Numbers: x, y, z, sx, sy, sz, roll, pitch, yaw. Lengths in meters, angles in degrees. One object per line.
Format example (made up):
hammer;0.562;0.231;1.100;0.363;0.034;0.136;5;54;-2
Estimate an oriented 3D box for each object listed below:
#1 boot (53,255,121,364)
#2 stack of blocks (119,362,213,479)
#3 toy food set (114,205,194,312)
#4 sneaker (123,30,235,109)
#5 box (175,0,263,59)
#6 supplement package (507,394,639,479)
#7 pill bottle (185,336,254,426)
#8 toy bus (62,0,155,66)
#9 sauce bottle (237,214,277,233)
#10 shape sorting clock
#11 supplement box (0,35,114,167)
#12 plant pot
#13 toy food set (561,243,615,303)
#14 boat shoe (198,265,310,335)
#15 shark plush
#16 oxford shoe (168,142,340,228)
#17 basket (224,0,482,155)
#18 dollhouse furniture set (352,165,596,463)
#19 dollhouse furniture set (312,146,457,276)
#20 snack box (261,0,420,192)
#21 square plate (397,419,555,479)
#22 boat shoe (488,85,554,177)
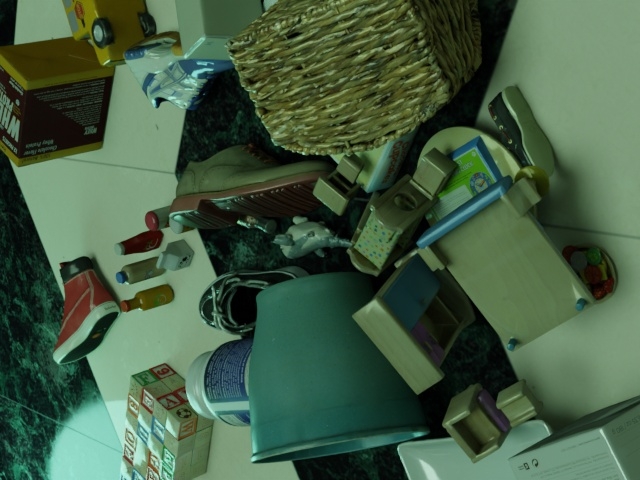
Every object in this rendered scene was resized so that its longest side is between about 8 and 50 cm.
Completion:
boot;-0.535;0.146;2.431;0.244;0.088;0.176;-48;67;37
stack of blocks;-0.315;0.422;2.274;0.171;0.087;0.297;36;128;35
toy food set;-0.322;0.027;2.124;0.111;0.104;0.232;50;135;25
sneaker;-0.208;-0.289;1.901;0.296;0.112;0.131;6;125;49
box;-0.166;-0.421;1.728;0.094;0.113;0.275;-26;69;58
supplement package;0.399;0.351;1.364;0.175;0.177;0.293;-35;77;50
pill bottle;-0.111;0.242;1.925;0.264;0.153;0.153;-13;94;50
toy bus;-0.410;-0.478;2.036;0.130;0.108;0.333;-15;92;50
sauce bottle;-0.126;-0.043;1.924;0.128;0.042;0.042;28;124;41
shape sorting clock;0.212;-0.059;1.533;0.206;0.040;0.206;29;135;34
supplement box;-0.527;-0.272;2.180;0.129;0.191;0.194;42;132;31
plant pot;0.010;0.190;1.706;0.271;0.271;0.255;-28;67;50
toy food set;0.341;0.043;1.440;0.083;0.020;0.083;-17;91;51
boat shoe;-0.139;0.113;1.947;0.306;0.105;0.113;-6;99;49
shark plush;0.000;0.000;1.813;0.161;0.073;0.067;-6;120;29
oxford shoe;-0.112;-0.107;1.829;0.348;0.123;0.130;-7;68;36
basket;0.069;-0.257;1.508;0.299;0.223;0.213;-14;115;35
dollhouse furniture set;0.250;0.074;1.475;0.303;0.198;0.286;-38;94;30
dollhouse furniture set;0.069;-0.071;1.553;0.161;0.101;0.182;40;140;13
snack box;0.020;-0.244;1.670;0.322;0.060;0.187;47;134;27
square plate;0.283;0.429;1.604;0.344;0.049;0.347;-25;86;56
boat shoe;0.259;-0.133;1.447;0.042;0.049;0.133;-41;65;44
